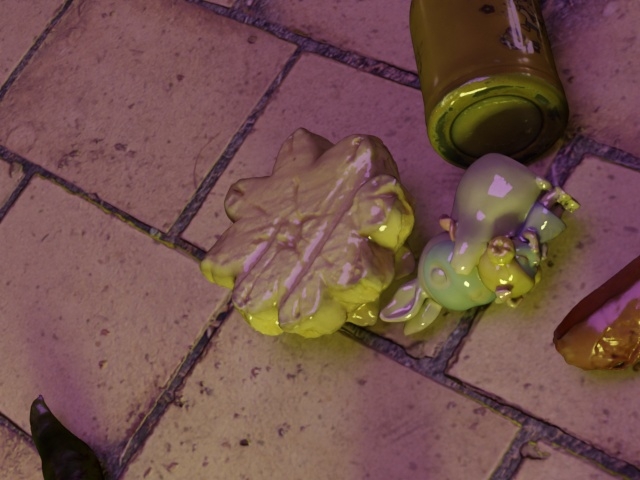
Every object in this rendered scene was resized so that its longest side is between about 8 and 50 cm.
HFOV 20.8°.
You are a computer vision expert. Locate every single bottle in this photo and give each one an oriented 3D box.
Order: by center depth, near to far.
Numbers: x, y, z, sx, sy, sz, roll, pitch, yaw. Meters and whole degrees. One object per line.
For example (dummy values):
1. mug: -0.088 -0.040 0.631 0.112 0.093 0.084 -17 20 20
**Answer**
1. bottle: 0.197 -0.269 2.162 0.171 0.171 0.351 -23 49 21

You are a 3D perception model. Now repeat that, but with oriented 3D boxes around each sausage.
1. sausage: 0.431 0.004 1.870 0.419 0.094 0.094 -39 73 8

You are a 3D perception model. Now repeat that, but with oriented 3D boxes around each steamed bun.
1. steamed bun: 0.000 0.000 2.144 0.295 0.137 0.292 -30 49 22

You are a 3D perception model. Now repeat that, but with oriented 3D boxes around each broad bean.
1. broad bean: -0.301 0.322 2.184 0.077 0.061 0.339 -45 45 17

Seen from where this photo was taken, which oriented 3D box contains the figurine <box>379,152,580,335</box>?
1. figurine: 0.184 0.025 2.015 0.155 0.127 0.235 32 89 34
